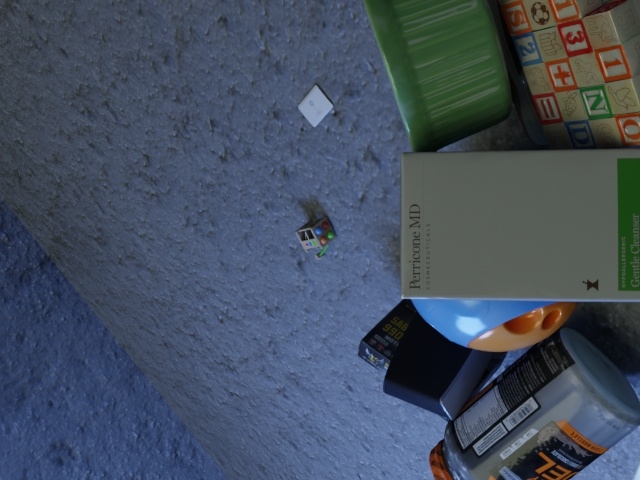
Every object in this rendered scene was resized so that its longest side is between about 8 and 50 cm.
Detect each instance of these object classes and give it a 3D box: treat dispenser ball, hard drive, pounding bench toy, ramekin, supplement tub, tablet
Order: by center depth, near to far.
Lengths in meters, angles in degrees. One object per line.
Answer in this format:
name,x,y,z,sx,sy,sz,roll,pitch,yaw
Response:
ramekin,0.159,-0.277,1.169,0.148,0.303,0.304,-18,112,8
treat dispenser ball,0.273,0.031,1.308,0.288,0.288,0.288,28,138,29
supplement tub,0.360,0.326,1.430,0.207,0.207,0.338,46,112,7
hard drive,0.230,0.187,1.521,0.172,0.255,0.054,16,153,39
tablet,-0.010,-0.259,1.606,0.054,0.006,0.083,51,144,1
pounding bench toy,0.000,0.000,1.778,0.065,0.052,0.083,-11,112,50

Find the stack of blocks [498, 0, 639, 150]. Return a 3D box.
stack of blocks,0.332,-0.267,1.044,0.171,0.087,0.297,4,121,62

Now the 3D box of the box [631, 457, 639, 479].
box,0.611,0.294,1.311,0.148,0.121,0.311,28,138,29

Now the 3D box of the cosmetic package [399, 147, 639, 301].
cosmetic package,0.287,-0.017,1.087,0.365,0.155,0.197,-1,88,7

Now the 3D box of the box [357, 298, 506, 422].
box,0.218,0.222,1.624,0.231,0.183,0.056,35,142,22

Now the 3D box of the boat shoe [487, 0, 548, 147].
boat shoe,0.303,-0.264,1.181,0.092,0.103,0.285,-17,121,20
